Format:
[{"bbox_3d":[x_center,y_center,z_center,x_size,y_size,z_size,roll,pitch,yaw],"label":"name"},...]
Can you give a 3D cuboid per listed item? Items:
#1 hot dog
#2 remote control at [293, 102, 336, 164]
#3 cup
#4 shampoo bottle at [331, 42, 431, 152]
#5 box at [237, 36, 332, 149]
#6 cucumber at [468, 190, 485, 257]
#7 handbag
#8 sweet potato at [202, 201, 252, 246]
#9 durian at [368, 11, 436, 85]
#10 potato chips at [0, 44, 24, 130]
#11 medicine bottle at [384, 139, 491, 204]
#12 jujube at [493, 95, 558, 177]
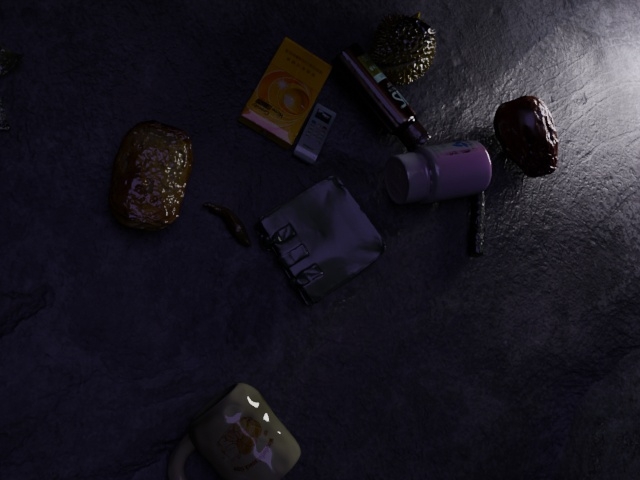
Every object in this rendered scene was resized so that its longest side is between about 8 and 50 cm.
[{"bbox_3d":[-0.390,-0.137,1.667,0.175,0.114,0.259,17,72,-19],"label":"hot dog"},{"bbox_3d":[-0.017,-0.276,1.883,0.065,0.029,0.166,28,63,-9],"label":"remote control"},{"bbox_3d":[-0.195,0.446,1.570,0.202,0.255,0.173,52,23,-1],"label":"cup"},{"bbox_3d":[0.167,-0.376,1.938,0.323,0.084,0.129,50,31,0],"label":"shampoo bottle"},{"bbox_3d":[-0.087,-0.382,1.880,0.152,0.043,0.269,29,67,-10],"label":"box"},{"bbox_3d":[0.427,-0.078,1.980,0.044,0.043,0.257,12,71,-22],"label":"cucumber"},{"bbox_3d":[0.000,0.000,1.785,0.260,0.079,0.248,-32,87,-24],"label":"handbag"},{"bbox_3d":[-0.215,-0.045,1.743,0.153,0.038,0.041,44,43,-2],"label":"sweet potato"},{"bbox_3d":[0.246,-0.553,1.996,0.193,0.138,0.238,24,68,-12],"label":"durian"},{"bbox_3d":[-0.766,-0.350,1.635,0.201,0.029,0.220,23,70,-9],"label":"potato chips"},{"bbox_3d":[0.306,-0.176,1.905,0.254,0.152,0.152,-10,79,-21],"label":"medicine bottle"},{"bbox_3d":[0.581,-0.287,2.043,0.168,0.168,0.237,-28,101,-24],"label":"jujube"}]
